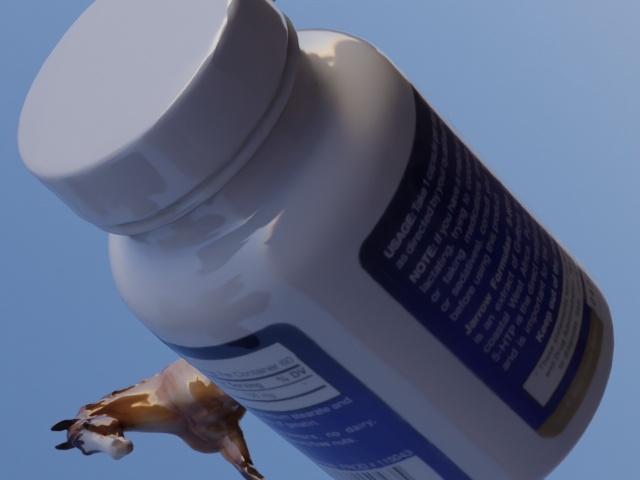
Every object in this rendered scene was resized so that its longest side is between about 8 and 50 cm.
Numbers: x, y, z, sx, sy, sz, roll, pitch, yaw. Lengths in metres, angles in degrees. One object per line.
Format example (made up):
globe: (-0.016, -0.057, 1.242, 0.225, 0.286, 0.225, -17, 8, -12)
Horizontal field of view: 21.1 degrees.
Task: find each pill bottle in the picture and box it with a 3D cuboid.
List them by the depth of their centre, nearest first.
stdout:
pill bottle: (0.000, 0.000, 0.538, 0.186, 0.112, 0.112, 43, -146, -35)

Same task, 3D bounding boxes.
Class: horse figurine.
horse figurine: (-0.035, 0.076, 1.162, 0.263, 0.174, 0.066, -52, -44, -32)

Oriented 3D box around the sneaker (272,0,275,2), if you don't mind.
sneaker: (-0.005, -0.271, 0.935, 0.148, 0.350, 0.131, 38, 162, 30)
